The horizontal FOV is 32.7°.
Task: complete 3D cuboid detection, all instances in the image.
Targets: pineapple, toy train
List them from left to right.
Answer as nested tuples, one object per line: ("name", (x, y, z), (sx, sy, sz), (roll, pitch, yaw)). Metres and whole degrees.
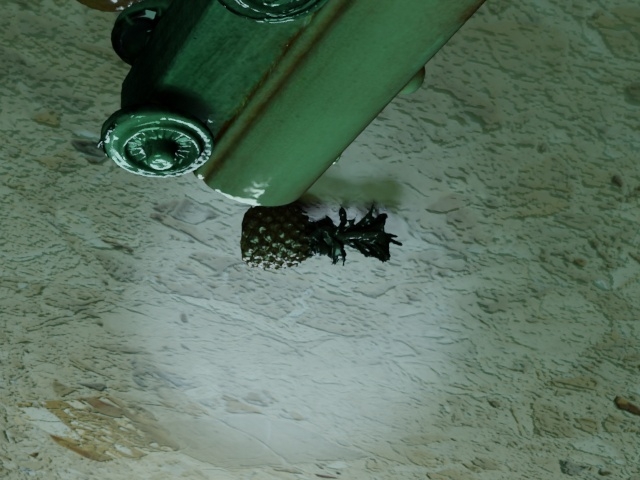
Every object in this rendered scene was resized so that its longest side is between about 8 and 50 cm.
("toy train", (-0.014, -0.119, 0.631), (0.177, 0.116, 0.285), (14, 143, -26))
("pineapple", (0.000, 0.000, 0.870), (0.124, 0.058, 0.058), (3, 141, 14))

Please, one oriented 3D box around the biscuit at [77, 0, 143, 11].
("biscuit", (-0.054, -0.197, 0.654), (0.290, 0.041, 0.208), (-4, 139, 24))
